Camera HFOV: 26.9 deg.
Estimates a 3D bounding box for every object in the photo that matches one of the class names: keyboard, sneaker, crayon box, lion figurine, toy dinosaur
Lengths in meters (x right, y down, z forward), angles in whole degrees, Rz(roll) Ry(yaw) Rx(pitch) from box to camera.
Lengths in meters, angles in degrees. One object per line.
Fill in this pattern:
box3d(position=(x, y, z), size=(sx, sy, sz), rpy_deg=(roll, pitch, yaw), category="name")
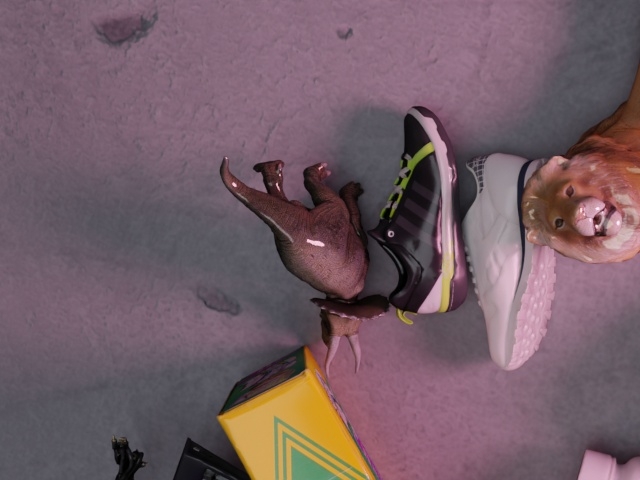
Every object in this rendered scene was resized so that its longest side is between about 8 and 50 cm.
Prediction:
box3d(position=(-0.166, 0.323, 1.515), size=(0.202, 0.033, 0.317), rpy_deg=(30, 137, 8), category="keyboard")
box3d(position=(0.098, -0.028, 1.443), size=(0.097, 0.084, 0.234), rpy_deg=(-7, 88, -6), category="sneaker")
box3d(position=(0.199, 0.023, 1.453), size=(0.095, 0.090, 0.235), rpy_deg=(7, 96, 28), category="sneaker")
box3d(position=(0.019, 0.274, 1.372), size=(0.106, 0.363, 0.313), rpy_deg=(-30, 89, -2), category="crayon box")
box3d(position=(0.365, -0.147, 1.354), size=(0.240, 0.142, 0.392), rpy_deg=(17, 79, 16), category="lion figurine")
box3d(position=(0.000, 0.000, 1.429), size=(0.121, 0.313, 0.160), rpy_deg=(-24, 53, 5), category="toy dinosaur")

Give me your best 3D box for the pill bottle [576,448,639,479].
box3d(position=(0.369, 0.298, 1.416), size=(0.209, 0.119, 0.119), rpy_deg=(15, 101, 13), category="pill bottle")
